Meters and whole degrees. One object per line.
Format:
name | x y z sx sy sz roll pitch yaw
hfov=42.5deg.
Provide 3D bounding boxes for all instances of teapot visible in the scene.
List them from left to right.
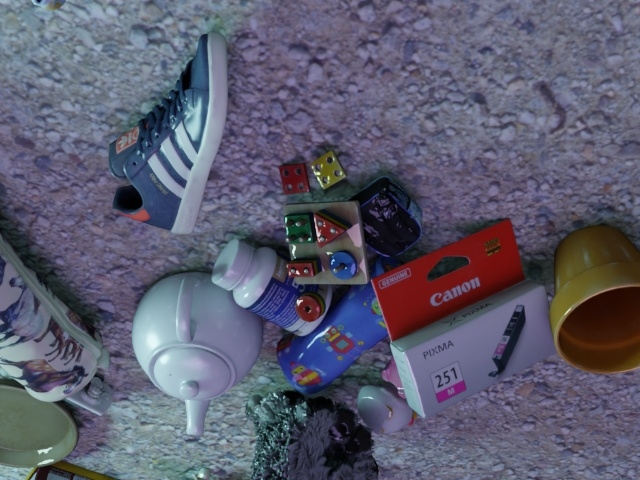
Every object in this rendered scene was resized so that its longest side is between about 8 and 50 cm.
teapot | -0.220 0.189 1.444 0.252 0.187 0.256 -34 122 27

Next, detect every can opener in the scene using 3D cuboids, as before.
can opener | -0.524 0.261 1.581 0.280 0.074 0.093 37 122 -27

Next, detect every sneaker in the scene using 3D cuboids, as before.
sneaker | -0.226 -0.150 1.192 0.148 0.131 0.350 11 130 -14

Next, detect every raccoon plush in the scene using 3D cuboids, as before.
raccoon plush | -0.109 0.429 1.506 0.299 0.446 0.216 -10 111 54

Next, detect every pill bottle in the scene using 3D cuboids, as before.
pill bottle | -0.084 0.076 1.397 0.187 0.112 0.112 30 124 -23

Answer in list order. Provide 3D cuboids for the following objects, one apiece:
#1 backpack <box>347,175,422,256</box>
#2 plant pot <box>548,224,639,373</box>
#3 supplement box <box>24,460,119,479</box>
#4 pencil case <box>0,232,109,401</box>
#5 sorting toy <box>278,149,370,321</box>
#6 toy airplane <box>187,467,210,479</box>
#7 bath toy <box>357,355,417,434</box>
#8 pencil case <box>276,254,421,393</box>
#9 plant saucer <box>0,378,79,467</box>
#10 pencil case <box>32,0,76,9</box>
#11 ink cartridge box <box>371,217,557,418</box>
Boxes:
backpack | 0.105 -0.040 1.314 0.114 0.084 0.105 41 123 -21
plant pot | 0.466 0.081 1.350 0.205 0.188 0.205 0 131 0
supplement box | -0.563 0.611 1.801 0.191 0.194 0.129 26 126 -20
pencil case | -0.529 0.099 1.388 0.183 0.160 0.410 -10 131 25
sorting toy | 0.000 0.000 1.283 0.132 0.046 0.274 -1 105 29
toy airplane | -0.164 0.673 1.804 0.384 0.272 0.386 -12 97 -5
bath toy | 0.202 0.237 1.534 0.151 0.129 0.348 47 125 19
pencil case | 0.052 0.148 1.454 0.119 0.133 0.306 46 118 -3
plant saucer | -0.636 0.375 1.701 0.278 0.041 0.278 0 131 0
pencil case | -0.241 -0.372 1.009 0.273 0.124 0.113 -15 129 11
ink cartridge box | 0.243 0.124 1.347 0.275 0.060 0.239 -23 108 -15
